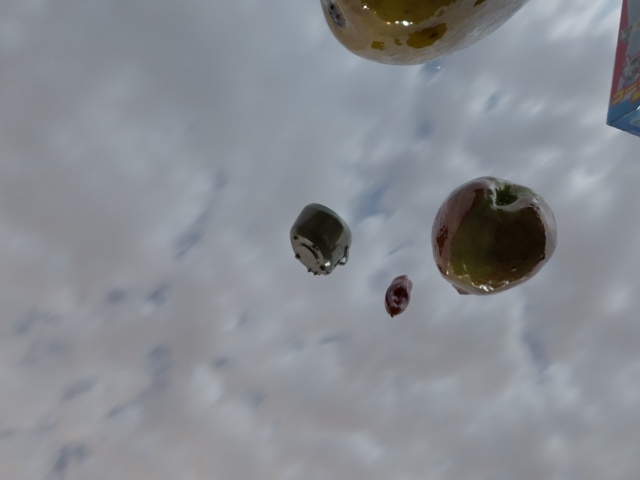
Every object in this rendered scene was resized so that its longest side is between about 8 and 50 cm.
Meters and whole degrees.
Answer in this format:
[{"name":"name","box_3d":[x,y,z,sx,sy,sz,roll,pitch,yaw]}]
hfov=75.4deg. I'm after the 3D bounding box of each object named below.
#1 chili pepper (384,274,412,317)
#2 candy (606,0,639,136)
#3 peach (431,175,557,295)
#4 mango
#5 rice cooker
[{"name":"chili pepper","box_3d":[0.188,0.124,0.988,0.059,0.191,0.050,34,-58,3]},{"name":"candy","box_3d":[0.572,-0.306,0.658,0.158,0.100,0.305,19,-106,-3]},{"name":"peach","box_3d":[0.336,0.007,0.841,0.233,0.232,0.256,5,-55,-3]},{"name":"mango","box_3d":[0.189,-0.403,0.591,0.446,0.300,0.232,-27,-102,-30]},{"name":"rice cooker","box_3d":[0.000,0.000,1.037,0.145,0.127,0.206,26,-32,25]}]
